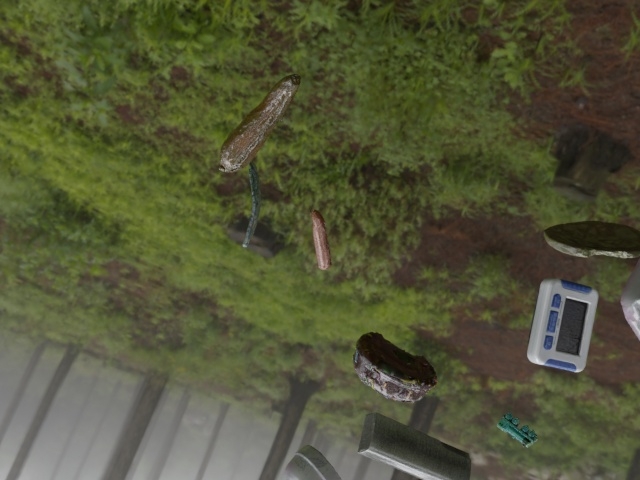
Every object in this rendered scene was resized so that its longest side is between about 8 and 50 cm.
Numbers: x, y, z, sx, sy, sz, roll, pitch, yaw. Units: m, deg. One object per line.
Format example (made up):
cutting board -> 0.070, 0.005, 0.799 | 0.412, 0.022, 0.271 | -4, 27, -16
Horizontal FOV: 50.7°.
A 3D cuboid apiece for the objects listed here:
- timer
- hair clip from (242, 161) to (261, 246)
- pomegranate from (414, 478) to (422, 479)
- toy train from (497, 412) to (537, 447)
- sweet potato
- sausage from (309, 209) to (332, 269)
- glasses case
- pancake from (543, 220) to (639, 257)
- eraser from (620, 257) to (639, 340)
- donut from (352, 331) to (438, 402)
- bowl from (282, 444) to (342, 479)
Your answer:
timer -> 0.699, 0.244, 1.960 | 0.178, 0.253, 0.078 | 15, 175, -17
hair clip -> -0.172, -0.093, 1.714 | 0.036, 0.229, 0.066 | 2, 165, 6
pomegranate -> 0.365, 0.896, 2.188 | 0.257, 0.220, 0.221 | 28, 169, 6
toy train -> 0.447, 0.431, 1.533 | 0.092, 0.045, 0.029 | 36, 163, 39
sweet potato -> -0.128, -0.251, 1.446 | 0.075, 0.273, 0.075 | 36, -157, -18
sausage -> 0.000, 0.000, 1.596 | 0.042, 0.036, 0.157 | 7, 122, 30
glasses case -> 0.166, 0.369, 1.174 | 0.205, 0.070, 0.047 | 27, 146, -15
pancake -> 0.666, 0.000, 1.635 | 0.236, 0.042, 0.222 | -7, -160, -9
eraser -> 0.811, 0.178, 1.452 | 0.359, 0.272, 0.122 | 51, 151, -15
donut -> 0.187, 0.336, 1.740 | 0.230, 0.096, 0.216 | 25, -164, -8
bowl -> -0.023, 0.812, 2.144 | 0.287, 0.144, 0.287 | 43, 149, 33
